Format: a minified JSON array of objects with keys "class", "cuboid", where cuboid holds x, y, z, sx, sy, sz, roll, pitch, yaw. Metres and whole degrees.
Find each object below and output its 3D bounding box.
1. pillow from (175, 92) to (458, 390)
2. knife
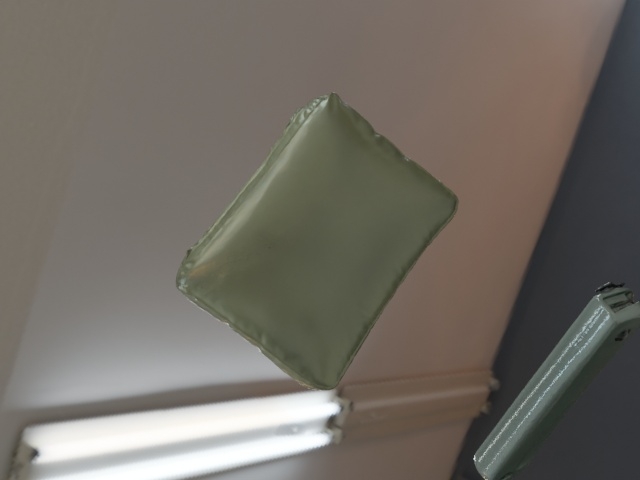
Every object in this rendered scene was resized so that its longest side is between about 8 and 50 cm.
[{"class":"pillow","cuboid":[0.000,0.000,1.235,0.322,0.255,0.120,-53,10,-11]},{"class":"knife","cuboid":[0.128,0.082,0.522,0.044,0.023,0.162,-10,-39,-31]}]
